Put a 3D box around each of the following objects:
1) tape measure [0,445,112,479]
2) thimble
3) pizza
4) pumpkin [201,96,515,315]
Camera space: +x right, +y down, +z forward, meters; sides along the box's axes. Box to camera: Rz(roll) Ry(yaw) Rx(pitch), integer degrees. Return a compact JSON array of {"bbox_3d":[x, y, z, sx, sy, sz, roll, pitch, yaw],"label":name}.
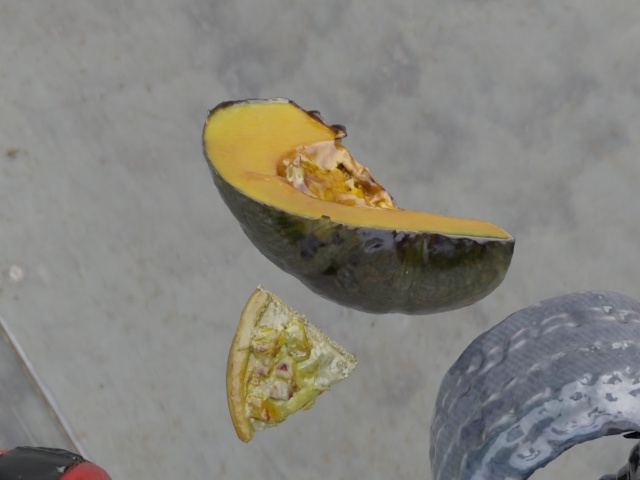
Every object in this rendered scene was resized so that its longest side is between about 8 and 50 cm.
[{"bbox_3d":[-0.255,0.308,1.265,0.114,0.253,0.260,8,64,9],"label":"tape measure"},{"bbox_3d":[0.190,0.167,1.068,0.205,0.172,0.236,40,110,-18],"label":"thimble"},{"bbox_3d":[-0.017,0.089,1.085,0.108,0.123,0.026,-2,20,-26],"label":"pizza"},{"bbox_3d":[0.000,0.000,1.315,0.169,0.148,0.312,-21,39,-38],"label":"pumpkin"}]
